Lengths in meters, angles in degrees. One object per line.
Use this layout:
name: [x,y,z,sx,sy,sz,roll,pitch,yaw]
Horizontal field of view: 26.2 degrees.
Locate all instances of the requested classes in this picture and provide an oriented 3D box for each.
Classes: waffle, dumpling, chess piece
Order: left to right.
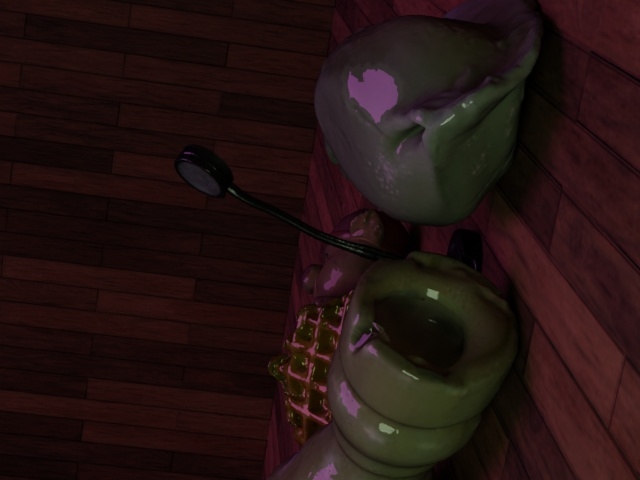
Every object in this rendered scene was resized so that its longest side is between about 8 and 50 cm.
waffle: [0.048,0.193,1.739,0.291,0.051,0.291,2,93,44]
chess piece: [0.060,0.223,1.452,0.234,0.234,0.442,-90,14,-50]
dumpling: [0.104,-0.150,1.435,0.320,0.211,0.270,31,109,47]

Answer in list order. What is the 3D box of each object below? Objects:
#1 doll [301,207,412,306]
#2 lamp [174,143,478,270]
doll: [0.049,0.083,1.936,0.196,0.152,0.256,139,144,-61]
lamp: [0.019,-0.030,1.571,0.108,0.371,0.130,-62,-3,-22]
